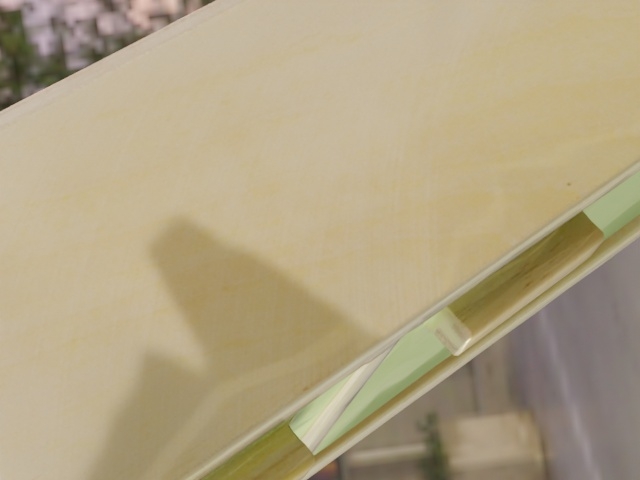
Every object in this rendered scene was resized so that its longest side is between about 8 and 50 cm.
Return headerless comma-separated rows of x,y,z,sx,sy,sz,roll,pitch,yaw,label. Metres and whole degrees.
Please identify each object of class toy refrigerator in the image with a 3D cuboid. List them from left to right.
0.000,0.000,0.460,0.094,0.269,0.102,50,145,12,toy refrigerator
